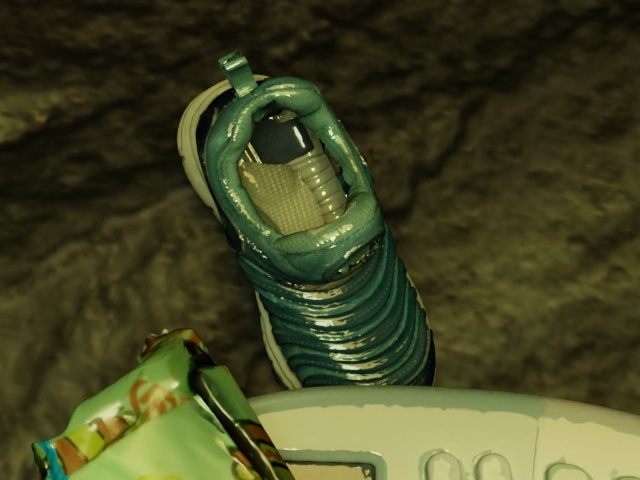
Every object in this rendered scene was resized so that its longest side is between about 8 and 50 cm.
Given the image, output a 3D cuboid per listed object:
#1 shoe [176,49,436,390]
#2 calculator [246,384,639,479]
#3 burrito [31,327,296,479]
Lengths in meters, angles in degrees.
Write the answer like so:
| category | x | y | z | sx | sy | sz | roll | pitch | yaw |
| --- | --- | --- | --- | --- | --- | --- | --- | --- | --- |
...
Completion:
| category | x | y | z | sx | sy | sz | roll | pitch | yaw |
| --- | --- | --- | --- | --- | --- | --- | --- | --- | --- |
| shoe | 0.000 | 0.000 | 0.633 | 0.064 | 0.071 | 0.143 | -24 | 83 | -15 |
| calculator | 0.034 | 0.139 | 0.576 | 0.299 | 0.041 | 0.185 | 0 | 71 | -3 |
| burrito | -0.014 | 0.163 | 0.513 | 0.104 | 0.054 | 0.288 | -28 | 76 | -10 |
